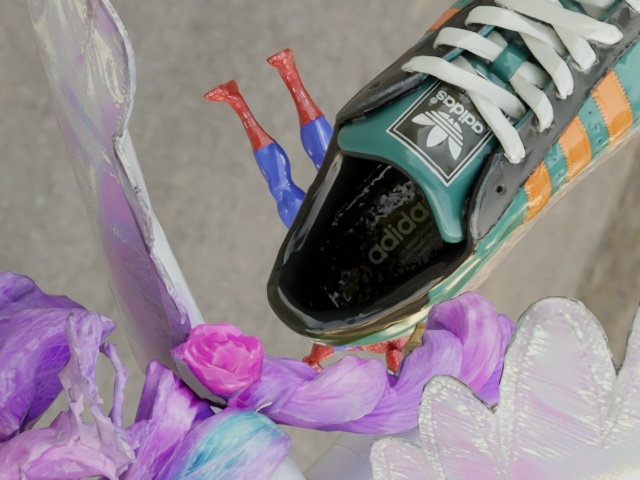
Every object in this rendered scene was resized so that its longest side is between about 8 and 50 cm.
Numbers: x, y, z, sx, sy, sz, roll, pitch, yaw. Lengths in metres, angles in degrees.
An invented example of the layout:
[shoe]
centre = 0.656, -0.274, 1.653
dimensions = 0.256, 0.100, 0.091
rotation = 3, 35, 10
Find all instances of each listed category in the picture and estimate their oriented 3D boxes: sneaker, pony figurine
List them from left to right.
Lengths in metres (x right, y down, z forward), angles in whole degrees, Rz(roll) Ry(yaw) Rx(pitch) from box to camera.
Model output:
[pony figurine]
centre = -0.034, 0.092, 0.622
dimensions = 0.363, 0.303, 0.351
rotation = -43, 158, -19
[sneaker]
centre = 0.084, -0.062, 0.924
dimensions = 0.302, 0.108, 0.121
rotation = -54, 167, 20

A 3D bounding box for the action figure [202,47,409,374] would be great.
[action figure]
centre = 0.000, 0.000, 1.492
dimensions = 0.280, 0.091, 0.139
rotation = 61, 17, -3
